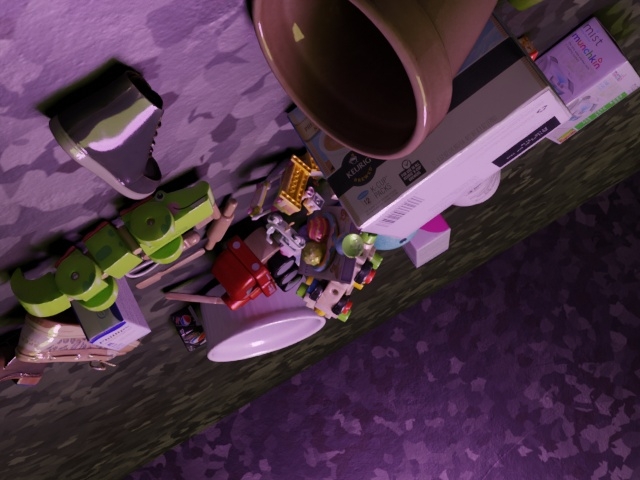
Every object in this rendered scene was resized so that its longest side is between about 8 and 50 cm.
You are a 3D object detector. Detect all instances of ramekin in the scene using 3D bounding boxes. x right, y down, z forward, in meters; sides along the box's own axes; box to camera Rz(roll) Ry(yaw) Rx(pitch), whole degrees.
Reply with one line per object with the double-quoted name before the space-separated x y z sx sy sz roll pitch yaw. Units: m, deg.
"ramekin" -0.140 0.165 1.899 0.277 0.135 0.277 -17 162 -6

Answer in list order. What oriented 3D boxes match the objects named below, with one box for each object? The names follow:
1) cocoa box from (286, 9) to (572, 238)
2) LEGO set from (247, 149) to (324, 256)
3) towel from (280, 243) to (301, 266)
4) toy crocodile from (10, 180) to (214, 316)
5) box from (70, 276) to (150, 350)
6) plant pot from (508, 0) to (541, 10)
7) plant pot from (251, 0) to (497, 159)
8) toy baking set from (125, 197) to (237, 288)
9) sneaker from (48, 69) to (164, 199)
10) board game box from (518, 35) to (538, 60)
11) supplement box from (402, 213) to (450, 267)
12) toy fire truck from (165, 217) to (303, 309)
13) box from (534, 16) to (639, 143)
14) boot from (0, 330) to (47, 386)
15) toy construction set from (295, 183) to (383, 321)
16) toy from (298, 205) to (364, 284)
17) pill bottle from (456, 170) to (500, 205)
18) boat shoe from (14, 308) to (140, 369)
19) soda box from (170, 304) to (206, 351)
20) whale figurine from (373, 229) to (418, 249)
"cocoa box" 0.172 -0.196 1.313 0.347 0.228 0.231 -37 163 18
"LEGO set" -0.036 -0.090 1.488 0.107 0.132 0.287 -23 -163 41
"towel" -0.044 0.043 2.008 0.209 0.034 0.285 -40 163 30
"toy crocodile" -0.312 0.011 1.292 0.340 0.105 0.115 -35 165 -6
"box" -0.365 0.111 1.425 0.072 0.126 0.137 -30 164 0
"plant pot" 0.329 -0.398 1.295 0.083 0.083 0.079 -19 173 -39
"plant pot" 0.086 -0.266 0.980 0.229 0.263 0.263 -46 170 -21
"toy baking set" -0.253 0.001 1.494 0.196 0.030 0.256 -20 160 -29
"sneaker" -0.225 -0.125 1.041 0.118 0.083 0.222 -34 164 6
"board game box" 0.309 -0.298 1.606 0.193 0.045 0.147 -29 165 -10
"supplement box" 0.279 -0.018 2.293 0.114 0.111 0.220 -32 165 -1
"toy fire truck" -0.184 0.077 1.683 0.246 0.158 0.217 -41 166 -7
"box" 0.548 -0.338 1.801 0.231 0.127 0.262 -36 163 22
"boot" -0.553 0.193 1.464 0.106 0.082 0.219 -56 157 4
"toy construction set" 0.051 0.030 1.672 0.215 0.151 0.328 -61 168 -49
"toy" 0.000 0.000 1.533 0.056 0.137 0.237 12 178 -28
"pill bottle" 0.298 -0.159 1.800 0.160 0.160 0.283 -36 164 14
"boat shoe" -0.436 0.179 1.504 0.089 0.104 0.285 -63 152 0
"soda box" -0.307 0.209 1.963 0.053 0.060 0.169 -29 164 -12
"whale figurine" 0.132 -0.065 1.805 0.216 0.141 0.272 -33 158 8
